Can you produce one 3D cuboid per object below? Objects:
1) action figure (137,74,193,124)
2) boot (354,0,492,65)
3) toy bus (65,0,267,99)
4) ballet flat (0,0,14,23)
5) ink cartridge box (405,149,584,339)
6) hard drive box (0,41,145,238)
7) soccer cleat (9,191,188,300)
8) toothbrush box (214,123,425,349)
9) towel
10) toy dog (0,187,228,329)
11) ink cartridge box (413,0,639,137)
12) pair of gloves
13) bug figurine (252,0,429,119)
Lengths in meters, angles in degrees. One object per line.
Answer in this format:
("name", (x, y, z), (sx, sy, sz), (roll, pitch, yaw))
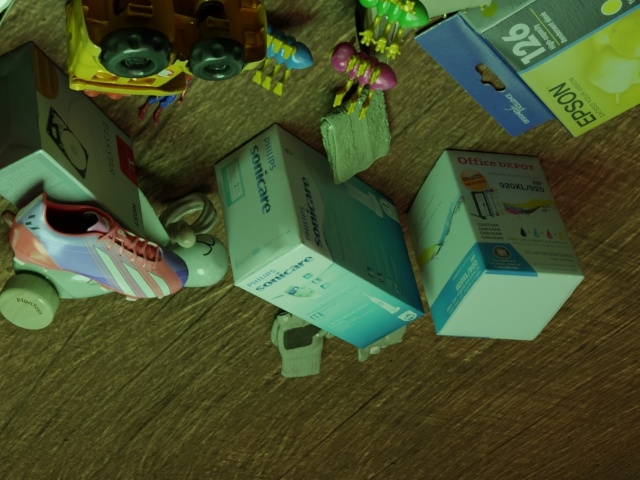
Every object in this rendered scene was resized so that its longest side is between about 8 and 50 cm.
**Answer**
("action figure", (-0.196, -0.193, 1.618), (0.038, 0.030, 0.115), (18, 133, -30))
("boot", (0.128, -0.287, 1.547), (0.165, 0.077, 0.213), (-11, 145, -7))
("toy bus", (-0.198, -0.234, 1.472), (0.220, 0.149, 0.211), (2, 156, -25))
("ballet flat", (-0.383, -0.269, 1.426), (0.057, 0.052, 0.168), (12, 139, -32))
("ink cartridge box", (0.254, 0.006, 1.864), (0.171, 0.232, 0.168), (4, 140, -22))
("hard drive box", (-0.326, -0.105, 1.567), (0.089, 0.181, 0.232), (-24, 145, 13))
("soccer cleat", (-0.259, 0.008, 1.526), (0.248, 0.083, 0.095), (17, 130, -33))
("toothbrush box", (0.000, 0.000, 1.790), (0.126, 0.216, 0.295), (-31, 142, 24))
("towel", (0.052, -0.147, 1.724), (0.110, 0.027, 0.148), (-38, 147, -17))
("toy dog", (-0.306, 0.003, 1.712), (0.334, 0.220, 0.161), (-20, 132, 6))
("ink cartridge box", (0.333, -0.255, 1.664), (0.307, 0.072, 0.303), (-31, 142, 21))
("pair of gloves", (0.032, 0.155, 2.176), (0.240, 0.042, 0.204), (-13, 142, -3))
("bug figurine", (0.013, -0.269, 1.469), (0.216, 0.072, 0.279), (33, 143, 6))
